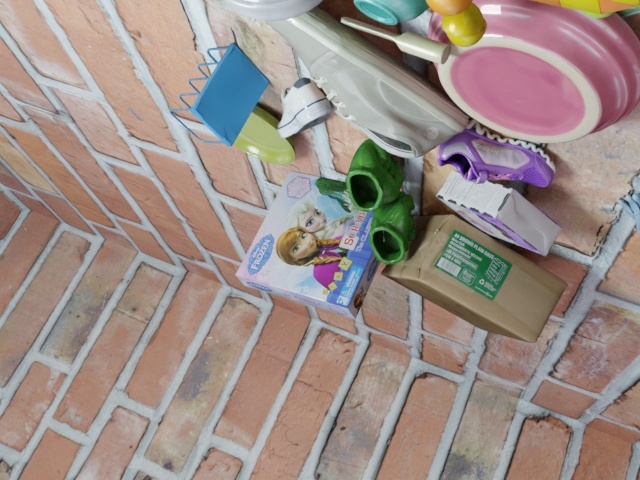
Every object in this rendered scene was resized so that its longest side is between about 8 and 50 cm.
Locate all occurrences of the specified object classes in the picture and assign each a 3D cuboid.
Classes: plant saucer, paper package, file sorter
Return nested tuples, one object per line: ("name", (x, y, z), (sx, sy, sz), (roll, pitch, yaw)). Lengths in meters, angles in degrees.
("plant saucer", (-0.158, -0.259, 1.709), (0.240, 0.037, 0.241), (26, 163, 9))
("plant saucer", (0.305, -0.250, 1.099), (0.332, 0.084, 0.332), (26, 164, 8))
("paper package", (0.348, 0.085, 1.718), (0.324, 0.168, 0.309), (30, 174, -11))
("file sorter", (-0.210, -0.295, 1.506), (0.104, 0.170, 0.118), (8, 154, 45))

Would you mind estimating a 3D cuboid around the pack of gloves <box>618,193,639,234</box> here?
("pack of gloves", (0.674, -0.023, 1.357), (0.232, 0.046, 0.195), (44, 165, -34))

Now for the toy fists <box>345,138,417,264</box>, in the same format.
("toy fists", (0.141, -0.089, 1.606), (0.096, 0.142, 0.279), (-11, 125, 24))

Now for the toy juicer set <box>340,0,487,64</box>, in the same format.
("toy juicer set", (0.125, -0.324, 0.972), (0.209, 0.090, 0.329), (26, 180, 4))

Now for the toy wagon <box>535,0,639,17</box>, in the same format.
("toy wagon", (0.211, -0.347, 0.839), (0.344, 0.068, 0.267), (22, -179, 26))

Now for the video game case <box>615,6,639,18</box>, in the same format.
("video game case", (0.387, -0.356, 0.857), (0.193, 0.023, 0.212), (36, 158, -28))

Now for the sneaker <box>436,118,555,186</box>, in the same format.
("sneaker", (0.315, -0.143, 1.362), (0.236, 0.105, 0.095), (24, 159, 1))

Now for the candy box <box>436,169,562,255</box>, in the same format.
("candy box", (0.355, -0.057, 1.476), (0.164, 0.070, 0.196), (31, 180, -30))

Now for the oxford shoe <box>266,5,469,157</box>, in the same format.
("oxford shoe", (0.047, -0.278, 1.231), (0.449, 0.130, 0.169), (31, -157, -19))

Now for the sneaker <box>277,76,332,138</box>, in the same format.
("sneaker", (-0.040, -0.273, 1.502), (0.091, 0.094, 0.258), (67, 163, -4))

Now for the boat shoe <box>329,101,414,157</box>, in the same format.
("boat shoe", (0.119, -0.232, 1.408), (0.219, 0.078, 0.070), (29, 161, -4))

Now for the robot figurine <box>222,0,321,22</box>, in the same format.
("robot figurine", (-0.077, -0.431, 0.956), (0.299, 0.200, 0.353), (-14, 153, 5))

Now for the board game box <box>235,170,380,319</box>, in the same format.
("board game box", (0.000, 0.000, 1.780), (0.317, 0.319, 0.066), (13, 156, 28))
